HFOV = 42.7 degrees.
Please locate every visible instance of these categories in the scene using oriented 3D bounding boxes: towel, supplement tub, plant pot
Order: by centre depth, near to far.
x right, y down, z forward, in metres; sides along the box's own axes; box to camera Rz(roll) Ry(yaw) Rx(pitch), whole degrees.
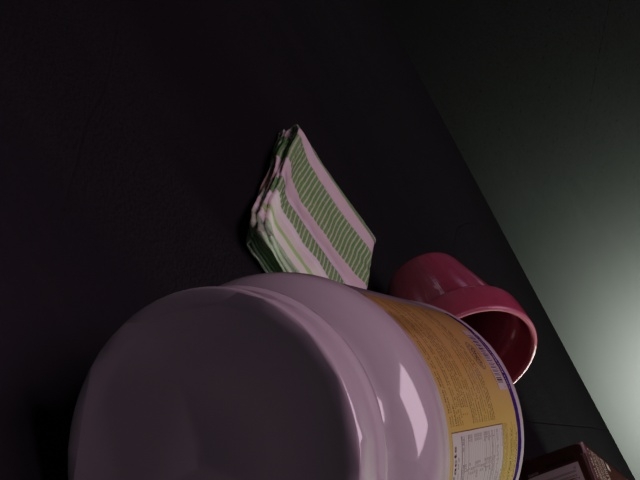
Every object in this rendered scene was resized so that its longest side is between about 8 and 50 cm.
[{"bbox_3d":[0.003,0.151,0.617,0.331,0.241,0.241,19,48,-62],"label":"supplement tub"},{"bbox_3d":[0.000,0.000,1.096,0.248,0.038,0.324,55,21,-23],"label":"towel"},{"bbox_3d":[0.188,0.120,1.211,0.201,0.201,0.180,46,10,-38],"label":"plant pot"}]

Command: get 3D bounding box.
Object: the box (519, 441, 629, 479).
[{"bbox_3d":[0.523,0.532,1.564,0.381,0.143,0.191,39,30,-51],"label":"box"}]
